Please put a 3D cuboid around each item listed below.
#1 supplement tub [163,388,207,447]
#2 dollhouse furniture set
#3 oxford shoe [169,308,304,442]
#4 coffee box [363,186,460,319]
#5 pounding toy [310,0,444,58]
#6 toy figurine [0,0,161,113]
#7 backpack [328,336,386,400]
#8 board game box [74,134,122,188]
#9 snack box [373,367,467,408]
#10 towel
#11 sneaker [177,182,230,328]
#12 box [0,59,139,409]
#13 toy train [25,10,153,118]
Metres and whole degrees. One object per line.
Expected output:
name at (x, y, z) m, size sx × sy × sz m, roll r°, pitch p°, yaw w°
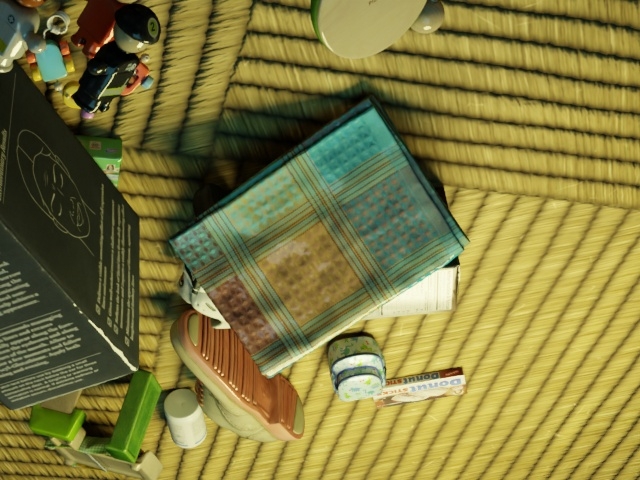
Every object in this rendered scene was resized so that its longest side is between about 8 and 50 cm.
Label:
supplement tub at (-0.253, 0.335, 2.343) m, size 0.071 × 0.071 × 0.107 m, roll -5°, pitch 139°, yaw -1°
dollhouse furniture set at (-0.400, 0.337, 2.333) m, size 0.197 × 0.151 × 0.301 m, roll 12°, pitch 158°, yaw 10°
oxford shoe at (-0.174, 0.262, 2.222) m, size 0.146 × 0.141 × 0.397 m, roll -16°, pitch 137°, yaw 22°
coffee box at (0.060, 0.027, 1.956) m, size 0.297 × 0.168 × 0.119 m, roll -6°, pitch 139°, yaw -1°
pounding toy at (0.062, -0.343, 1.602) m, size 0.236 × 0.110 × 0.183 m, roll -16°, pitch 136°, yaw -35°
toy figurine at (-0.309, -0.283, 1.522) m, size 0.209 × 0.213 × 0.148 m, roll 24°, pitch 121°, yaw -26°
backpack at (0.068, 0.231, 2.254) m, size 0.105 × 0.084 × 0.114 m, roll -10°, pitch 136°, yaw 1°
board game box at (-0.463, -0.075, 1.863) m, size 0.317 × 0.046 × 0.214 m, roll 5°, pitch 137°, yaw -12°
snack box at (0.187, 0.281, 2.372) m, size 0.178 × 0.022 × 0.064 m, roll -10°, pitch 138°, yaw 5°
towel at (0.000, 0.000, 1.830) m, size 0.370 × 0.040 × 0.271 m, roll -34°, pitch 98°, yaw 4°
sneaker at (-0.169, 0.046, 1.982) m, size 0.146 × 0.122 × 0.331 m, roll -14°, pitch 138°, yaw 6°
box at (-0.424, -0.010, 1.685) m, size 0.211 × 0.294 × 0.395 m, roll -18°, pitch 137°, yaw 12°
toy train at (-0.317, -0.240, 1.698) m, size 0.166 × 0.046 × 0.125 m, roll 33°, pitch 106°, yaw -27°
